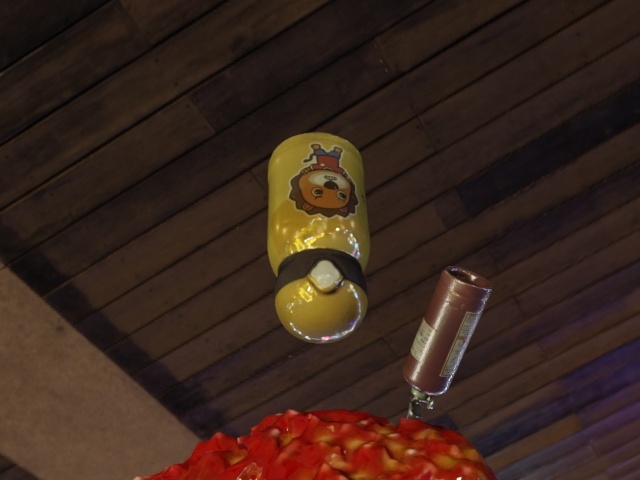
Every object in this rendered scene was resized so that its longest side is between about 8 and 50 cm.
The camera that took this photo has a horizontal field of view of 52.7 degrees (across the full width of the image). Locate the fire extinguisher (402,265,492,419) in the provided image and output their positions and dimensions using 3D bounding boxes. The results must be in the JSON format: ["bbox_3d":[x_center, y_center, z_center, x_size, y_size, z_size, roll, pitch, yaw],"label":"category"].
[{"bbox_3d":[0.162,0.155,0.890,0.071,0.099,0.231,21,104,2],"label":"fire extinguisher"}]

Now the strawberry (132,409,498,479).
[{"bbox_3d":[-0.036,0.261,0.354,0.344,0.292,0.292,-21,127,5],"label":"strawberry"}]

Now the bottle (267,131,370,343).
[{"bbox_3d":[0.000,0.000,1.038,0.172,0.351,0.171,-2,140,-2],"label":"bottle"}]
